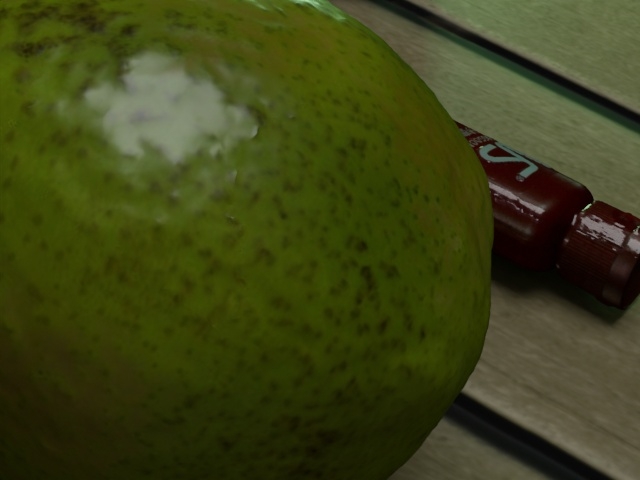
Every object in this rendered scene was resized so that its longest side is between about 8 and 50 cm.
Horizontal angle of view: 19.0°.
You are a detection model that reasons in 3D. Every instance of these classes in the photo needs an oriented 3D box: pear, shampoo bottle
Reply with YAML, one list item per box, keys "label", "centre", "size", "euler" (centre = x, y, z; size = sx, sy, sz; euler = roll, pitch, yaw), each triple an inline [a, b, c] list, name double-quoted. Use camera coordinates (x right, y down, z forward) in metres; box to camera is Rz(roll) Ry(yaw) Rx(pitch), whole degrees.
- label: "pear"
  centre: [-0.096, -0.001, 1.143]
  size: [0.391, 0.391, 0.391]
  euler: [7, 37, -5]
- label: "shampoo bottle"
  centre: [0.117, -0.046, 1.513]
  size: [0.314, 0.076, 0.118]
  euler: [28, 18, 21]
